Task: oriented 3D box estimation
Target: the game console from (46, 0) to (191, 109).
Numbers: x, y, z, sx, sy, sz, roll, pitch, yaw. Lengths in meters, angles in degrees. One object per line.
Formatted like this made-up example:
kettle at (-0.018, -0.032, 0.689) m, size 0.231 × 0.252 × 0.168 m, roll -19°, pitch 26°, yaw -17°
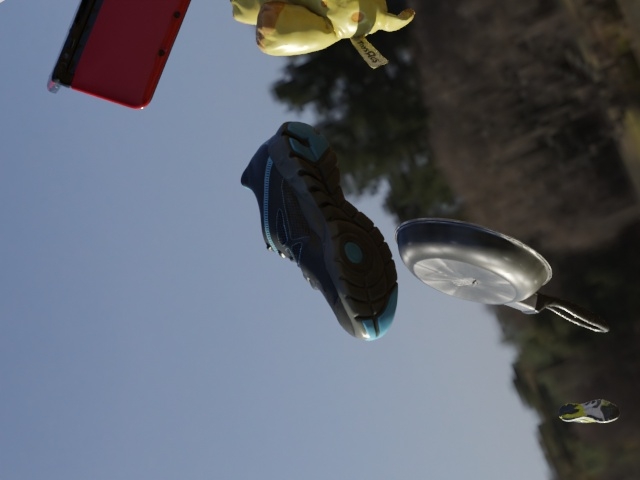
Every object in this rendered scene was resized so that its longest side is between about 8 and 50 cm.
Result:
game console at (-0.172, -0.187, 1.438) m, size 0.085 × 0.144 × 0.124 m, roll 23°, pitch 173°, yaw -12°

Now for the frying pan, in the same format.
frying pan at (0.211, 0.056, 2.041) m, size 0.326 × 0.197 × 0.053 m, roll 44°, pitch -122°, yaw -50°

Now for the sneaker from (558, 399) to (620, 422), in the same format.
sneaker at (0.369, 0.234, 2.249) m, size 0.035 × 0.083 × 0.031 m, roll 27°, pitch -115°, yaw -66°

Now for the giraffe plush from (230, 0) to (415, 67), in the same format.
giraffe plush at (0.001, -0.306, 1.799) m, size 0.210 × 0.181 × 0.170 m, roll 33°, pitch 143°, yaw 36°

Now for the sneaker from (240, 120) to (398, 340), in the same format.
sneaker at (0.000, 0.000, 2.391) m, size 0.125 × 0.139 × 0.341 m, roll -6°, pitch -114°, yaw -47°
